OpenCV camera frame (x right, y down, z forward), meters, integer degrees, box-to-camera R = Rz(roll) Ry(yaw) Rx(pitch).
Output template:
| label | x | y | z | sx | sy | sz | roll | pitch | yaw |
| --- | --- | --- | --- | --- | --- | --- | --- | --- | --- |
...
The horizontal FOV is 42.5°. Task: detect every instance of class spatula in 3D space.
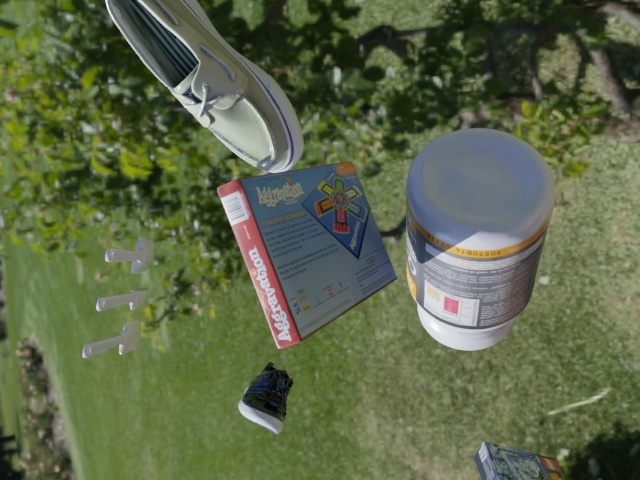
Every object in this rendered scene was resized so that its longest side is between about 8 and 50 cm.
| label | x | y | z | sx | sy | sz | roll | pitch | yaw |
| --- | --- | --- | --- | --- | --- | --- | --- | --- | --- |
| spatula | -0.266 | 0.075 | 1.105 | 0.242 | 0.019 | 0.168 | 30 | -107 | -86 |

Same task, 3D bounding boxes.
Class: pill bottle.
| label | x | y | z | sx | sy | sz | roll | pitch | yaw |
| --- | --- | --- | --- | --- | --- | --- | --- | --- | --- |
| pill bottle | 0.183 | 0.011 | 0.987 | 0.278 | 0.162 | 0.162 | 82 | 167 | -55 |

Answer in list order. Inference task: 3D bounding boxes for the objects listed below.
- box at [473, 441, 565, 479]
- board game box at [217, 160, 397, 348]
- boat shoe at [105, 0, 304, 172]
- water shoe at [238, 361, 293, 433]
| label | x | y | z | sx | sy | sz | roll | pitch | yaw |
| --- | --- | --- | --- | --- | --- | --- | --- | --- | --- |
| box | 0.219 | 0.271 | 0.840 | 0.137 | 0.094 | 0.027 | -102 | 33 | -58 |
| board game box | 0.000 | 0.000 | 0.801 | 0.027 | 0.281 | 0.145 | -20 | 90 | 23 |
| boat shoe | -0.143 | -0.192 | 0.991 | 0.109 | 0.094 | 0.302 | -35 | 102 | 37 |
| water shoe | -0.084 | 0.241 | 1.310 | 0.080 | 0.073 | 0.203 | -59 | 10 | -1 |
